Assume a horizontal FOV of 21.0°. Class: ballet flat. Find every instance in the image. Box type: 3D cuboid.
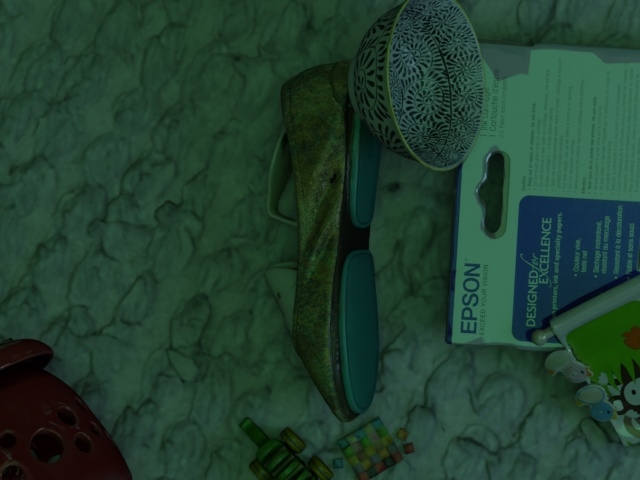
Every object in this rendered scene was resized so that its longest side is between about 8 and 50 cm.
[{"bbox_3d":[0.000,0.000,1.683,0.123,0.123,0.348,2,89,1],"label":"ballet flat"}]

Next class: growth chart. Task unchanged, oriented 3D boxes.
[{"bbox_3d":[0.330,0.131,1.665,0.172,0.021,0.237,-38,110,21],"label":"growth chart"}]

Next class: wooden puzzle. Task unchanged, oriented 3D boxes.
[{"bbox_3d":[0.050,0.209,1.721,0.083,0.006,0.049,-31,89,0],"label":"wooden puzzle"}]

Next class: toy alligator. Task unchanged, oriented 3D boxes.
[{"bbox_3d":[-0.012,0.247,1.699,0.056,0.051,0.190,-43,89,0],"label":"toy alligator"}]

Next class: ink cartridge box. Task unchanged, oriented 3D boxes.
[{"bbox_3d":[0.282,-0.039,1.697,0.307,0.072,0.304,4,90,3],"label":"ink cartridge box"}]

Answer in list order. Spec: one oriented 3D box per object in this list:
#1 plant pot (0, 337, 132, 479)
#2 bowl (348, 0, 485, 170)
[{"bbox_3d":[-0.302,0.202,1.638,0.191,0.191,0.174,-33,82,0],"label":"plant pot"},{"bbox_3d":[0.078,-0.147,1.615,0.080,0.170,0.170,-3,88,36],"label":"bowl"}]
